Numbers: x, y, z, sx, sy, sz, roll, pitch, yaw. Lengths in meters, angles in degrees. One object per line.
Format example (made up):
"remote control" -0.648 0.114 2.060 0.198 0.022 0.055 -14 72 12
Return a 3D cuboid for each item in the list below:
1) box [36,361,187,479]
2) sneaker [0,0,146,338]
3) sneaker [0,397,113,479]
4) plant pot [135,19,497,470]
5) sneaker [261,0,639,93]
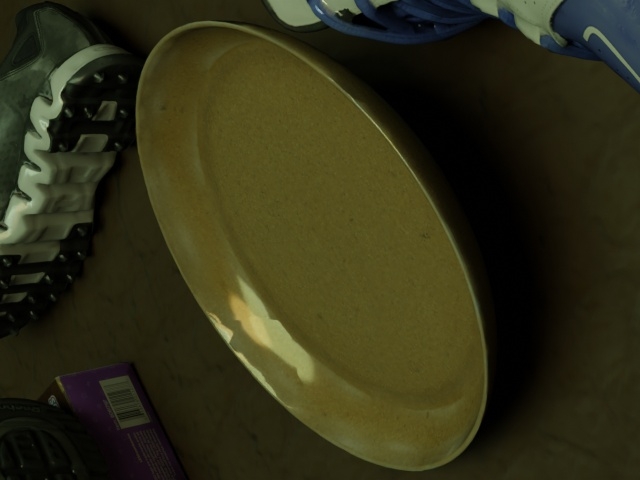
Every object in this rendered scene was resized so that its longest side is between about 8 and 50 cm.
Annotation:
"box" -0.118 0.247 0.986 0.201 0.057 0.293 -47 63 40
"sneaker" -0.178 -0.041 0.994 0.106 0.078 0.234 51 125 32
"sneaker" -0.139 0.230 0.904 0.130 0.109 0.286 -52 51 43
"plant pot" 0.000 0.000 0.791 0.236 0.032 0.236 37 144 32
"sneaker" 0.076 -0.128 0.691 0.315 0.127 0.182 58 136 32
